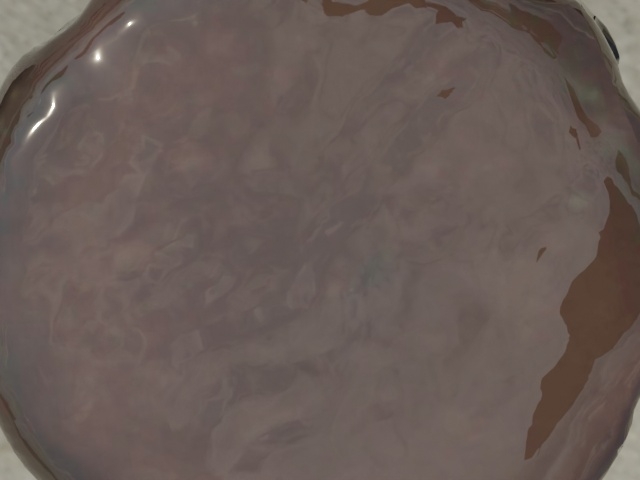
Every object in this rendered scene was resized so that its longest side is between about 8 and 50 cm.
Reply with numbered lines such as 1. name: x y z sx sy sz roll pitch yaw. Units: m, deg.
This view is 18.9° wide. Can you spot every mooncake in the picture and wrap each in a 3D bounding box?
1. mooncake: 0.000 0.000 0.771 0.283 0.141 0.283 -1 102 -4
